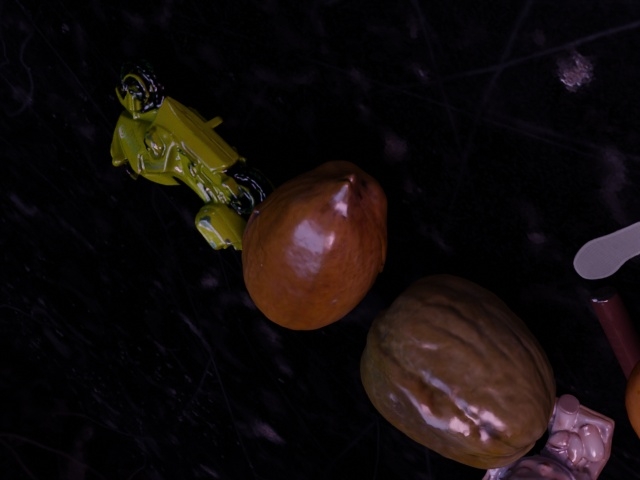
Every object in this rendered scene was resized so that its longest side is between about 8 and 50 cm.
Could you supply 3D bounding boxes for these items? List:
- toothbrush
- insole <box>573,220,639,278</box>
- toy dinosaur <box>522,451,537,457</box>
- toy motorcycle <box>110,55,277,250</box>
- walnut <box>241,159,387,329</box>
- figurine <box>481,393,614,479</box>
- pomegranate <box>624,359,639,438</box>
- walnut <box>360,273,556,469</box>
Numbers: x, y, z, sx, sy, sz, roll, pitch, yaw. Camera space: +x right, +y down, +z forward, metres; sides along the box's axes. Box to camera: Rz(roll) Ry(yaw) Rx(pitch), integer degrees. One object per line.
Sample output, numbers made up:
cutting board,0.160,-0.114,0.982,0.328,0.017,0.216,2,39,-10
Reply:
toothbrush,0.435,0.211,1.365,0.041,0.041,0.364,-3,123,50
insole,0.359,0.013,1.272,0.053,0.002,0.153,49,147,-3
toy dinosaur,0.263,0.322,1.621,0.292,0.079,0.120,40,-172,3
toy motorcycle,-0.213,-0.122,1.651,0.342,0.142,0.206,45,149,7
walnut,0.000,0.000,1.490,0.209,0.209,0.336,42,147,8
figurine,0.317,0.342,1.469,0.162,0.237,0.141,25,149,34
pomegranate,0.446,0.182,1.170,0.209,0.209,0.209,30,144,25
walnut,0.191,0.181,1.440,0.283,0.283,0.227,38,116,13
